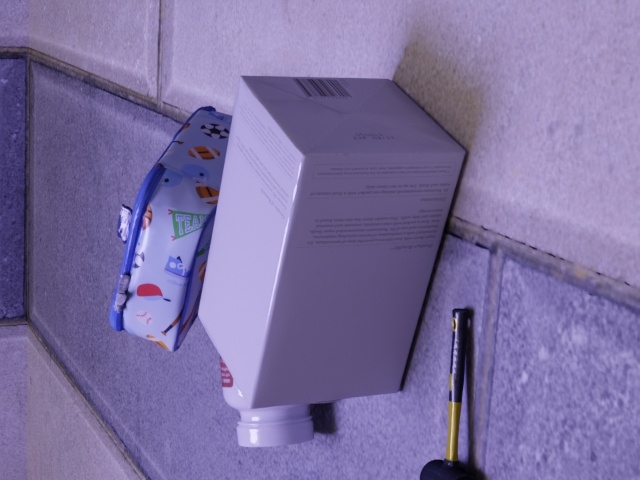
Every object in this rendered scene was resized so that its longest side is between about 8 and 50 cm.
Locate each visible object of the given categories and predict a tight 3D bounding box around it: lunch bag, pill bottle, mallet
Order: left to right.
[{"bbox_3d":[-0.163,-0.013,1.460,0.303,0.115,0.243,-62,-8,-57],"label":"lunch bag"},{"bbox_3d":[-0.060,0.133,1.406,0.121,0.121,0.216,170,96,-64],"label":"pill bottle"},{"bbox_3d":[0.124,0.160,1.131,0.062,0.039,0.189,172,100,-67],"label":"mallet"}]

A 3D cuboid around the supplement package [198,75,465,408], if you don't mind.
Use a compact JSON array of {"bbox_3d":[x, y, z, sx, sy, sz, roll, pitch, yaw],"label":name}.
[{"bbox_3d":[0.000,0.000,1.201,0.175,0.178,0.292,52,137,49],"label":"supplement package"}]
